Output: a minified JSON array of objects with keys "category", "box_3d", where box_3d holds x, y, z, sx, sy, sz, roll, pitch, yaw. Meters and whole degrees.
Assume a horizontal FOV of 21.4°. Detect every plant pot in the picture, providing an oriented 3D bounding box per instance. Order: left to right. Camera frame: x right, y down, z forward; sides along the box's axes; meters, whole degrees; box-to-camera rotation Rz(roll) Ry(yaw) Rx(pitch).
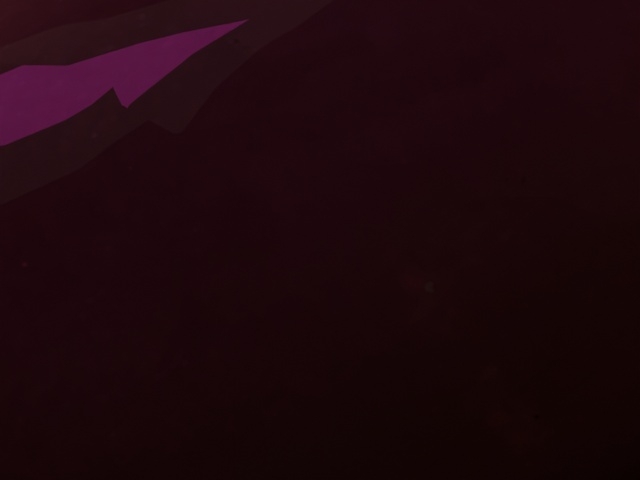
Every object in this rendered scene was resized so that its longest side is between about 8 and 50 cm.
[{"category":"plant pot","box_3d":[0.000,0.000,0.441,0.229,0.263,0.263,-25,27,20]}]
